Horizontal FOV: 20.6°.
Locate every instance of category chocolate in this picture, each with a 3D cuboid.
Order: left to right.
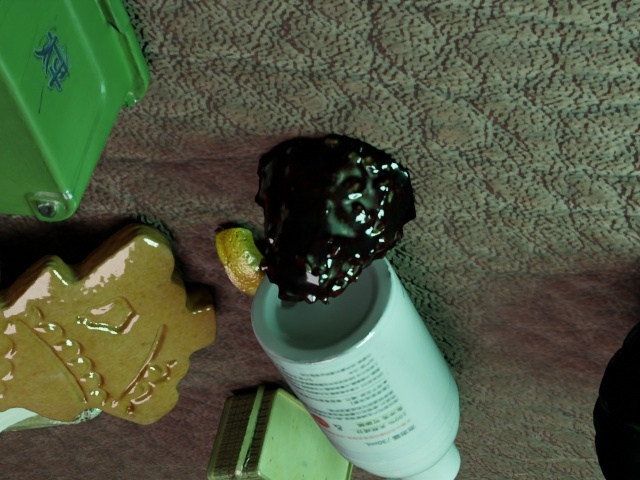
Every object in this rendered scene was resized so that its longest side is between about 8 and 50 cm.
[{"bbox_3d":[0.000,0.000,1.550,0.156,0.133,0.156,12,148,7],"label":"chocolate"}]

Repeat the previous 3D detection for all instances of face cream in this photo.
[{"bbox_3d":[0.063,0.154,1.758,0.145,0.145,0.370,-2,146,23],"label":"face cream"}]

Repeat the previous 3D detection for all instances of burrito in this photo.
[{"bbox_3d":[-0.328,0.197,2.059,0.188,0.045,0.058,-14,132,39],"label":"burrito"}]

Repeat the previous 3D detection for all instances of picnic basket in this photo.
[{"bbox_3d":[-0.042,0.246,1.962,0.079,0.115,0.164,-13,139,39],"label":"picnic basket"}]

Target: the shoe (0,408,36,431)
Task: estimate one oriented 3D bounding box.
[{"bbox_3d":[-0.423,0.148,1.921,0.363,0.132,0.160,-21,146,37],"label":"shoe"}]

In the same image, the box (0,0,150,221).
[{"bbox_3d":[-0.298,-0.159,1.365,0.252,0.178,0.329,6,148,15],"label":"box"}]

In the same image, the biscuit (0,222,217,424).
[{"bbox_3d":[-0.255,0.105,1.768,0.306,0.043,0.284,-10,137,-9],"label":"biscuit"}]

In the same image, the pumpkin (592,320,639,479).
[{"bbox_3d":[0.366,0.155,1.608,0.248,0.248,0.248,9,148,6],"label":"pumpkin"}]

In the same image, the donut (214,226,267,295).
[{"bbox_3d":[-0.061,0.015,1.690,0.038,0.067,0.083,-14,108,46],"label":"donut"}]
